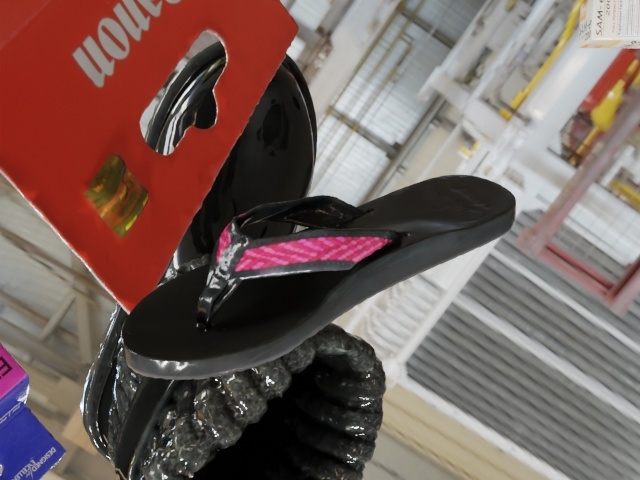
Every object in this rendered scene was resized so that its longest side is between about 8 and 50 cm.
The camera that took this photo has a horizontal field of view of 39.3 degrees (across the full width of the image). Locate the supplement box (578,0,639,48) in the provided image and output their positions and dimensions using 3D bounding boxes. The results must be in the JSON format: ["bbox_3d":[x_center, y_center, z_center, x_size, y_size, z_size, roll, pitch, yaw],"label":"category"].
[{"bbox_3d":[0.251,-0.166,0.681,0.098,0.036,0.062,2,-174,8],"label":"supplement box"}]

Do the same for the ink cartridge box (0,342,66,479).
[{"bbox_3d":[-0.372,0.093,0.717,0.371,0.069,0.176,55,-130,-14],"label":"ink cartridge box"}]

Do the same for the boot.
[{"bbox_3d":[-0.049,0.027,0.573,0.131,0.348,0.260,14,178,-21],"label":"boot"}]

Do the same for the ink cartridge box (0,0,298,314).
[{"bbox_3d":[-0.114,-0.204,0.429,0.385,0.091,0.308,56,-146,-29],"label":"ink cartridge box"}]

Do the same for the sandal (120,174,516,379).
[{"bbox_3d":[0.000,0.000,0.359,0.179,0.040,0.067,-24,-145,-22],"label":"sandal"}]
